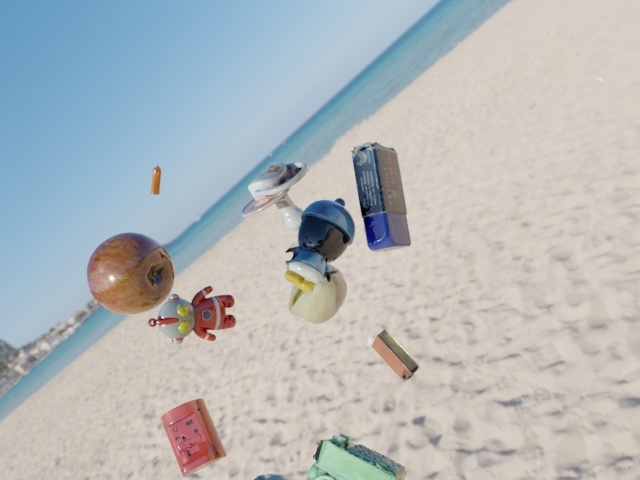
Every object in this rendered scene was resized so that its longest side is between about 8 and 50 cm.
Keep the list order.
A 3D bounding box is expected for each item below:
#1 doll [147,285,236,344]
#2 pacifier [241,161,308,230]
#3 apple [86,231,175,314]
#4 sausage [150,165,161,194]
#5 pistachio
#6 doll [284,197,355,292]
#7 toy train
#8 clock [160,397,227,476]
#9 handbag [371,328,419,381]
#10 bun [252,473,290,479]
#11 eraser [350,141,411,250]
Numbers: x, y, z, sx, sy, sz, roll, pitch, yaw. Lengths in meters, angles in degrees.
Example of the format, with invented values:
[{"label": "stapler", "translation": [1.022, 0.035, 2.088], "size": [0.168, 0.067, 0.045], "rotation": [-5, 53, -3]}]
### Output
[{"label": "doll", "translation": [-0.443, 0.262, 1.999], "size": [0.337, 0.199, 0.105], "rotation": [-1, -3, -43]}, {"label": "pacifier", "translation": [-0.155, -0.170, 2.134], "size": [0.332, 0.221, 0.273], "rotation": [-52, -28, -44]}, {"label": "apple", "translation": [-0.428, 0.076, 1.312], "size": [0.174, 0.188, 0.188], "rotation": [0, 35, 34]}, {"label": "sausage", "translation": [-0.551, -0.206, 1.927], "size": [0.031, 0.031, 0.107], "rotation": [-56, -15, -55]}, {"label": "pistachio", "translation": [-0.011, 0.193, 2.165], "size": [0.226, 0.207, 0.331], "rotation": [-15, -24, -26]}, {"label": "doll", "translation": [0.000, 0.000, 1.708], "size": [0.314, 0.177, 0.141], "rotation": [-61, 16, -23]}, {"label": "toy train", "translation": [0.097, 0.648, 1.540], "size": [0.159, 0.272, 0.188], "rotation": [30, -100, -63]}, {"label": "clock", "translation": [-0.307, 0.465, 1.362], "size": [0.113, 0.155, 0.061], "rotation": [-29, -16, 4]}, {"label": "handbag", "translation": [0.281, 0.434, 2.159], "size": [0.063, 0.190, 0.127], "rotation": [-35, -21, -22]}, {"label": "bun", "translation": [-0.114, 0.473, 1.033], "size": [0.141, 0.083, 0.141], "rotation": [-41, -13, -12]}, {"label": "eraser", "translation": [0.186, -0.135, 1.768], "size": [0.102, 0.331, 0.155], "rotation": [-15, -9, 35]}]
